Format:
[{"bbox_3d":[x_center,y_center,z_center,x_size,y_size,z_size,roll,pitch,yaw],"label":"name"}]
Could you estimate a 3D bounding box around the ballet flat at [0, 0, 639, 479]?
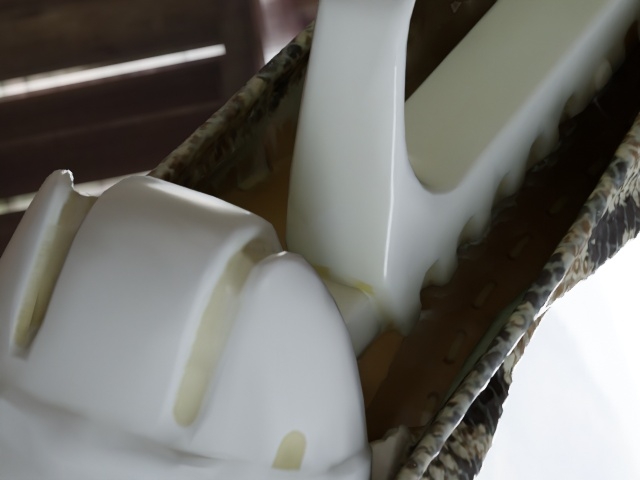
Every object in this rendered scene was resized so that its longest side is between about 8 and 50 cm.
[{"bbox_3d":[0.000,0.000,0.563,0.483,0.164,0.182,-50,159,-34],"label":"ballet flat"}]
